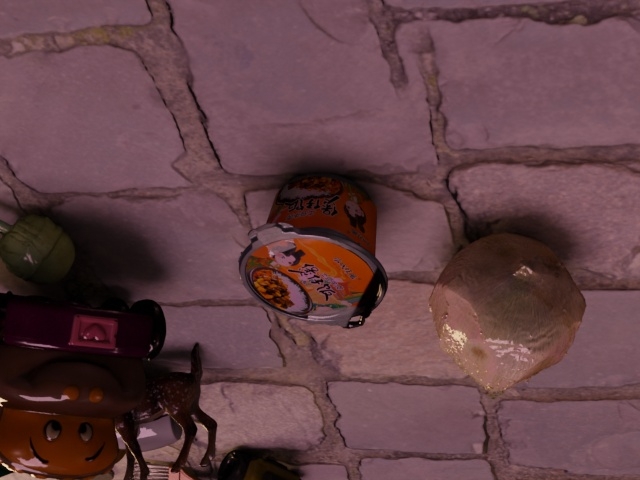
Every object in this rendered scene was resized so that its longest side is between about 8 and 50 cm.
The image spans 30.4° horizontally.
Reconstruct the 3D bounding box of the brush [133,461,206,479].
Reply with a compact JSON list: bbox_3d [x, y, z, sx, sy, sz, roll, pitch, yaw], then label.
[{"bbox_3d":[-0.181,0.449,2.112,0.314,0.017,0.090,4,108,2],"label":"brush"}]

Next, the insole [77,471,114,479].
[{"bbox_3d":[-0.477,0.427,2.187,0.192,0.010,0.063,6,142,7],"label":"insole"}]

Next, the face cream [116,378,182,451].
[{"bbox_3d":[-0.276,0.274,1.852,0.104,0.117,0.117,-6,141,7],"label":"face cream"}]

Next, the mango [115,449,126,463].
[{"bbox_3d":[-0.387,0.318,1.955,0.136,0.099,0.227,-5,149,12],"label":"mango"}]

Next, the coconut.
[{"bbox_3d":[0.226,0.081,1.429,0.194,0.194,0.194,7,143,5],"label":"coconut"}]

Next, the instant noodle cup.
[{"bbox_3d":[0.000,0.000,1.417,0.178,0.125,0.208,-2,142,17],"label":"instant noodle cup"}]

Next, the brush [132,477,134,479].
[{"bbox_3d":[-0.264,0.502,2.195,0.197,0.059,0.123,9,146,3],"label":"brush"}]

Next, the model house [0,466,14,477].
[{"bbox_3d":[-0.609,0.292,1.938,0.291,0.184,0.253,51,166,-2],"label":"model house"}]

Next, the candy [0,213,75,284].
[{"bbox_3d":[-0.473,-0.047,1.529,0.335,0.093,0.092,31,96,-13],"label":"candy"}]

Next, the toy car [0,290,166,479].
[{"bbox_3d":[-0.369,0.181,1.572,0.271,0.240,0.341,10,176,-31],"label":"toy car"}]

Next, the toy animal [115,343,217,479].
[{"bbox_3d":[-0.289,0.238,1.770,0.243,0.260,0.087,-15,169,-9],"label":"toy animal"}]

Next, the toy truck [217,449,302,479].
[{"bbox_3d":[-0.125,0.481,2.011,0.147,0.165,0.224,31,108,-25],"label":"toy truck"}]
